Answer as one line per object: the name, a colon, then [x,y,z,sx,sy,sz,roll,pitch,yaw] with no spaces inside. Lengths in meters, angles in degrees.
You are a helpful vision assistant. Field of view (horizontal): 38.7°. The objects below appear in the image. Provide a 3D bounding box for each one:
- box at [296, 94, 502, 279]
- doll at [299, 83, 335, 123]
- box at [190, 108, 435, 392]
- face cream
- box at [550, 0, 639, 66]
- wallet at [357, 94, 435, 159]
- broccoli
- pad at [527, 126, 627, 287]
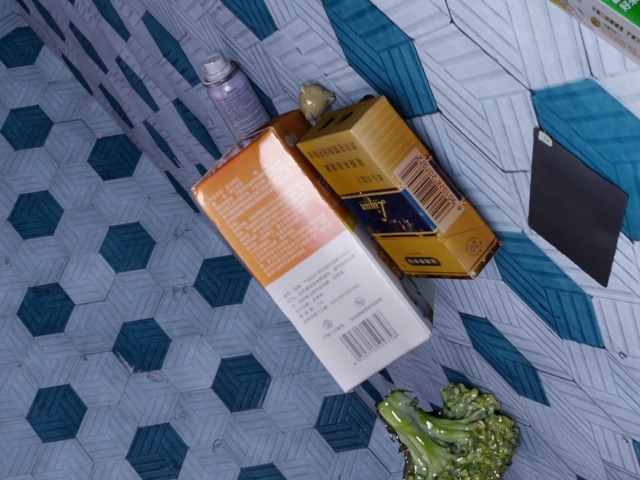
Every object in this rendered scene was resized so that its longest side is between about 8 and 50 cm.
box: [0.094,-0.057,1.106,0.237,0.070,0.152,51,160,-17]
doll: [-0.012,-0.192,1.292,0.093,0.051,0.061,145,111,-75]
box: [0.000,0.000,1.229,0.341,0.143,0.225,53,-165,-7]
face cream: [-0.132,-0.220,1.578,0.075,0.075,0.229,32,157,55]
box: [0.229,-0.140,0.611,0.207,0.050,0.041,45,165,24]
wallet: [0.102,-0.082,1.232,0.149,0.044,0.250,49,168,25]
broccoli: [0.243,0.356,1.610,0.273,0.242,0.180,49,147,-20]
pad: [0.256,-0.028,0.928,0.116,0.004,0.193,44,166,29]
